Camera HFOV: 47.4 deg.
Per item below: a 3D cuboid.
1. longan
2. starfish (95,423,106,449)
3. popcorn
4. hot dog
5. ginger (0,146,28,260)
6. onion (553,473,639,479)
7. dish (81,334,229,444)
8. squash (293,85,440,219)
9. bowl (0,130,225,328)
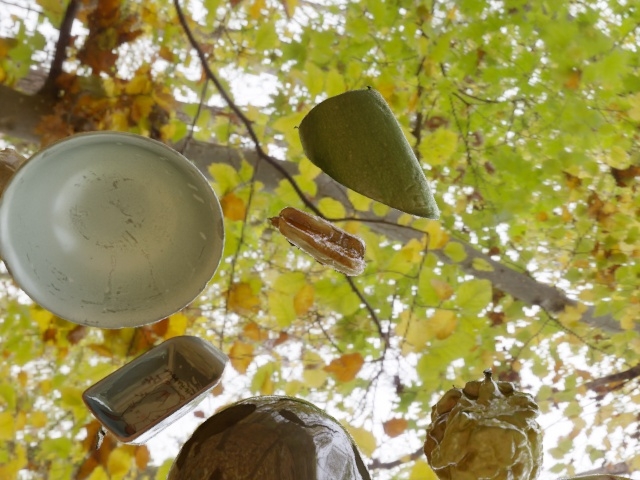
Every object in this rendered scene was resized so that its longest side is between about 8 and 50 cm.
[{"bbox_3d":[-0.073,0.414,1.105,0.361,0.361,0.360,-3,-95,42],"label":"longan"},{"bbox_3d":[-0.460,0.369,1.625,0.223,0.050,0.216,-99,-158,-59],"label":"starfish"},{"bbox_3d":[0.311,0.369,1.383,0.249,0.249,0.225,16,-73,42],"label":"popcorn"},{"bbox_3d":[0.000,0.000,1.700,0.072,0.270,0.109,-43,-154,45],"label":"hot dog"},{"bbox_3d":[-0.708,-0.036,1.514,0.166,0.375,0.236,17,-46,27],"label":"ginger"},{"bbox_3d":[0.197,0.306,0.545,0.347,0.348,0.285,-62,-172,20],"label":"onion"},{"bbox_3d":[-0.261,0.253,1.223,0.154,0.234,0.064,29,-40,41],"label":"dish"},{"bbox_3d":[0.060,-0.117,1.286,0.203,0.111,0.288,-38,-119,37],"label":"squash"},{"bbox_3d":[-0.422,-0.048,1.513,0.434,0.435,0.196,-64,-159,19],"label":"bowl"}]
